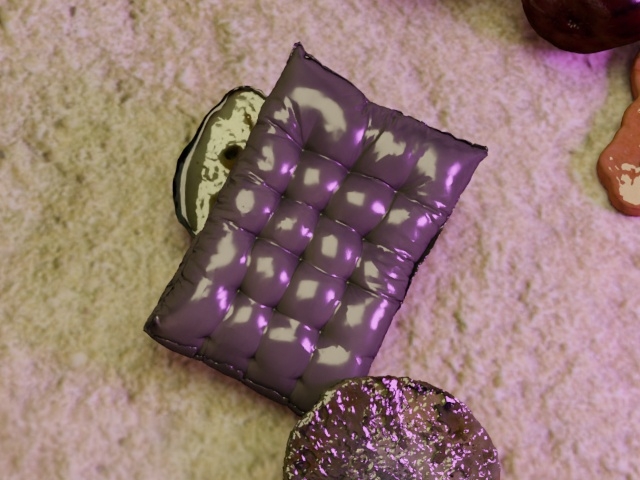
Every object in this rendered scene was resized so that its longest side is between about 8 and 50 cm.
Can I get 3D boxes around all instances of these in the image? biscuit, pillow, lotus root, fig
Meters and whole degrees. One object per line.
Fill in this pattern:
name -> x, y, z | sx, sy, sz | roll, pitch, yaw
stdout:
biscuit -> 0.438, -0.151, 1.560 | 0.202, 0.047, 0.333 | 23, 64, 8
pillow -> 0.000, 0.000, 1.383 | 0.228, 0.101, 0.326 | 28, 75, -5
lotus root -> -0.056, -0.060, 1.472 | 0.183, 0.078, 0.203 | 39, 74, 1
fig -> 0.346, -0.303, 1.588 | 0.274, 0.170, 0.145 | -38, 108, -42

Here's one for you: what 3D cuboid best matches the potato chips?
potato chips -> 0.072, 0.224, 1.327 | 0.220, 0.029, 0.202 | -8, 89, -20
